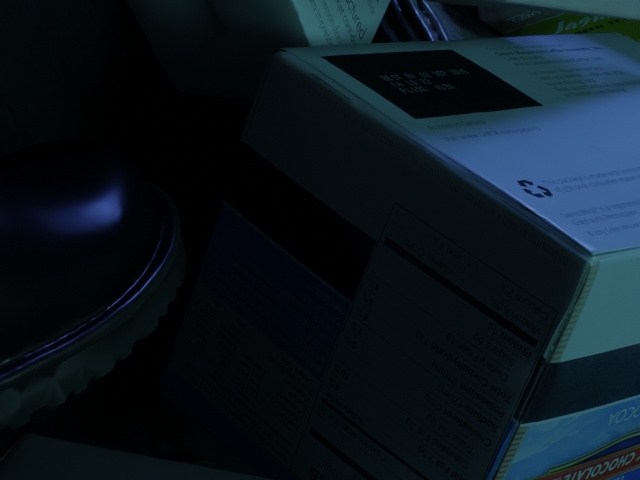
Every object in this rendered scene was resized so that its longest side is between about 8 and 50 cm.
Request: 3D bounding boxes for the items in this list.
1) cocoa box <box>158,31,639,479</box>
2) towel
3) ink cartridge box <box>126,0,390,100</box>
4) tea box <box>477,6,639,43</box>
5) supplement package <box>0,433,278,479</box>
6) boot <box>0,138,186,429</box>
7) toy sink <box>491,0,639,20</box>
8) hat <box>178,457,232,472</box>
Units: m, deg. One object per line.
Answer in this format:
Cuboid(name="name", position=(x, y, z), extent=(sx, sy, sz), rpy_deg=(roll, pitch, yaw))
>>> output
Cuboid(name="cocoa box", position=(0.123, 0.030, 1.113), extent=(0.347, 0.231, 0.228), rpy_deg=(-9, 128, -49))
Cuboid(name="towel", position=(0.114, -0.124, 1.338), extent=(0.282, 0.049, 0.187), rpy_deg=(20, 36, -54))
Cuboid(name="ink cartridge box", position=(-0.004, -0.277, 1.127), extent=(0.353, 0.119, 0.207), rpy_deg=(-66, 148, -31))
Cuboid(name="tea box", position=(0.231, -0.307, 1.371), extent=(0.323, 0.220, 0.329), rpy_deg=(16, 60, -63))
Cuboid(name="supplement package", position=(-0.071, 0.205, 0.965), extent=(0.134, 0.244, 0.139), rpy_deg=(-52, 140, -45))
Cuboid(name="boot", position=(-0.184, -0.044, 0.814), extent=(0.348, 0.131, 0.260), rpy_deg=(-39, 130, -54))
Cuboid(name="toy sink", position=(0.108, -0.208, 1.089), extent=(0.234, 0.131, 0.153), rpy_deg=(-7, 103, -58))
Cuboid(name="hat", position=(-0.093, 0.269, 1.182), extent=(0.208, 0.183, 0.173), rpy_deg=(57, 14, 14))
